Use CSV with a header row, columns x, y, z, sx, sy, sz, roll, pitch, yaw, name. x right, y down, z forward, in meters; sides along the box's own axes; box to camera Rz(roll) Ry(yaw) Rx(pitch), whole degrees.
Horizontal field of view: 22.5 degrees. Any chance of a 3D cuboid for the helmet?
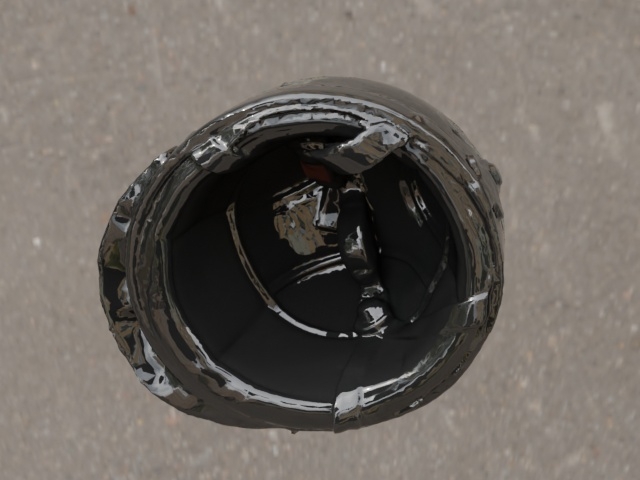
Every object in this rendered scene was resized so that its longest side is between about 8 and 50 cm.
x,y,z,sx,sy,sz,roll,pitch,yaw,name
0.000,0.000,1.089,0.278,0.230,0.160,-20,15,25,helmet
